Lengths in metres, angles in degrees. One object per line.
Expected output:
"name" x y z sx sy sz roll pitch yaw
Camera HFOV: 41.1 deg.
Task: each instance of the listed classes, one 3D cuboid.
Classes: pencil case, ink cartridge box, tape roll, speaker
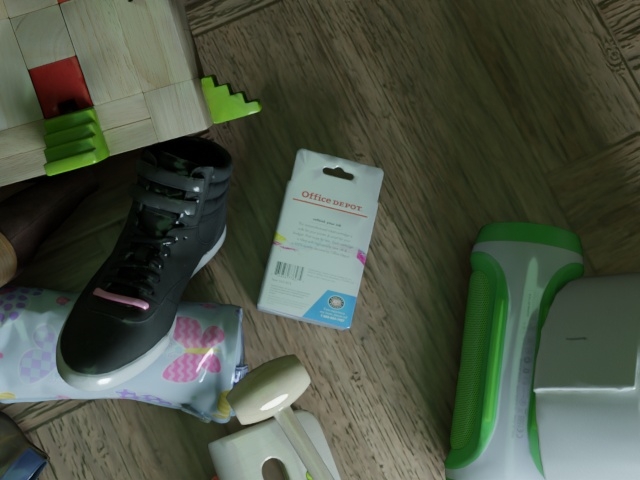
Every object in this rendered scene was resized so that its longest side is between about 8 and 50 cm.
"pencil case" -0.210 0.117 0.891 0.273 0.113 0.124 7 106 -4
"ink cartridge box" 0.000 0.000 0.953 0.104 0.061 0.181 14 80 -3
"tape roll" 0.316 0.171 0.847 0.100 0.286 0.286 -8 78 38
"speaker" 0.208 0.136 0.916 0.131 0.131 0.297 9 80 -3

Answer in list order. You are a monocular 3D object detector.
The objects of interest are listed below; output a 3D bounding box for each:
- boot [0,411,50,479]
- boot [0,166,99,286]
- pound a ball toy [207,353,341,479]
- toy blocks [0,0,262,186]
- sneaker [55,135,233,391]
"boot" -0.374 0.276 0.866 0.106 0.082 0.219 31 78 3
"boot" -0.358 0.016 0.896 0.090 0.248 0.207 58 44 -16
"pound a ball toy" -0.032 0.287 0.822 0.135 0.208 0.319 -20 80 -9
"toy blocks" -0.278 -0.199 0.823 0.381 0.191 0.261 -15 102 3
"sneaker" -0.168 0.002 0.821 0.104 0.147 0.296 17 40 9
